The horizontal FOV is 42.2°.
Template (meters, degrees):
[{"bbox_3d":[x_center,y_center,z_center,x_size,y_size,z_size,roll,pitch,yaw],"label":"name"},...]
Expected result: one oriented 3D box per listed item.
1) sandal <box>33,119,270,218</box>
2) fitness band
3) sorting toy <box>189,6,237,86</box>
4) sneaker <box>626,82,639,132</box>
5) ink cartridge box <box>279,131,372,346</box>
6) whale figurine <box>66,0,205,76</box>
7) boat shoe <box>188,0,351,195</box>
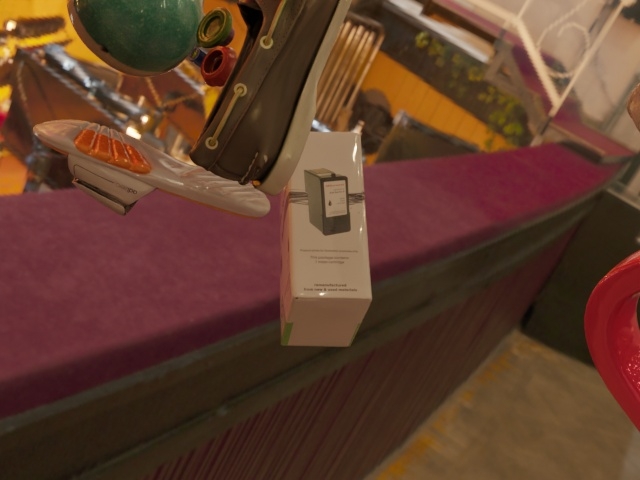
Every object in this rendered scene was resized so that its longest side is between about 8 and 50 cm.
[{"bbox_3d":[-0.188,-0.055,0.885,0.265,0.076,0.102,21,18,1],"label":"sandal"},{"bbox_3d":[0.319,0.132,0.618,0.054,0.209,0.291,-31,80,-24],"label":"fitness band"},{"bbox_3d":[-0.113,-0.211,0.940,0.042,0.061,0.102,29,48,-48],"label":"sorting toy"},{"bbox_3d":[0.248,-0.052,0.363,0.090,0.115,0.232,-30,17,-35],"label":"sneaker"},{"bbox_3d":[0.000,0.000,1.245,0.115,0.198,0.272,1,63,-7],"label":"ink cartridge box"},{"bbox_3d":[-0.205,-0.344,1.083,0.216,0.141,0.272,42,56,-22],"label":"whale figurine"},{"bbox_3d":[-0.034,-0.198,0.756,0.091,0.305,0.109,17,0,-18],"label":"boat shoe"}]
